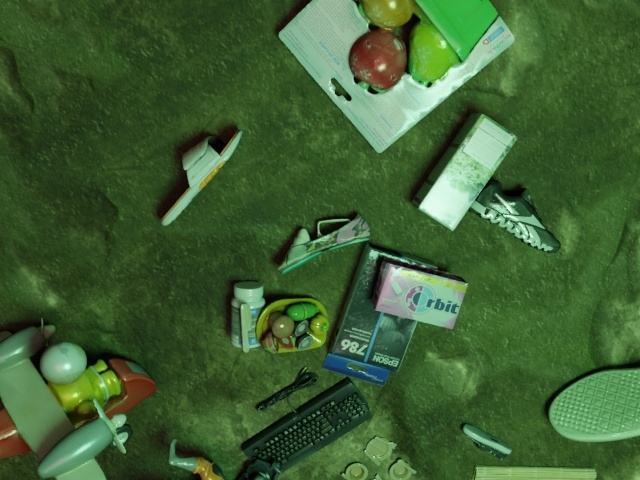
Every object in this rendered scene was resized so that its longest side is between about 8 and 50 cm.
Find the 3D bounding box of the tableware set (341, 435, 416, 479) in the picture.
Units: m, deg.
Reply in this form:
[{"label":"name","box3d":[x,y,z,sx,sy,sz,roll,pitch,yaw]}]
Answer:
[{"label":"tableware set","box3d":[0.142,0.574,1.463,0.141,0.020,0.168,42,98,-11]}]

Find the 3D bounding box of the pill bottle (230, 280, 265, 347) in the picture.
[{"label":"pill bottle","box3d":[-0.163,0.165,1.320,0.078,0.078,0.137,2,104,-3]}]

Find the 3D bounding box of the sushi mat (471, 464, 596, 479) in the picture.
[{"label":"sushi mat","box3d":[0.536,0.645,1.500,0.317,0.019,0.151,2,104,-3]}]

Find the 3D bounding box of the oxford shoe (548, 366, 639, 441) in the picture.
[{"label":"oxford shoe","box3d":[0.765,0.371,1.387,0.450,0.169,0.130,-23,139,4]}]

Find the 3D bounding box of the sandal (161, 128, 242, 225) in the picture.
[{"label":"sandal","box3d":[-0.267,-0.143,1.230,0.076,0.102,0.265,41,100,-14]}]

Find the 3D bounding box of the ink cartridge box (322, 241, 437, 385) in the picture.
[{"label":"ink cartridge box","box3d":[0.131,0.183,1.348,0.166,0.065,0.332,16,103,-7]}]

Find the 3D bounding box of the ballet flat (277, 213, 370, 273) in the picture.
[{"label":"ballet flat","box3d":[0.000,0.000,1.299,0.222,0.077,0.079,-22,85,-2]}]

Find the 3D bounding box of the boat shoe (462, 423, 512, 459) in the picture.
[{"label":"boat shoe","box3d":[0.404,0.498,1.443,0.142,0.049,0.040,29,101,-11]}]

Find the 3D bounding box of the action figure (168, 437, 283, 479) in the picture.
[{"label":"action figure","box3d":[-0.251,0.653,1.382,0.330,0.178,0.341,27,107,2]}]

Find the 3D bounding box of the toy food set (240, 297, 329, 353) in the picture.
[{"label":"toy food set","box3d":[-0.066,0.198,1.294,0.218,0.071,0.128,-1,103,-29]}]

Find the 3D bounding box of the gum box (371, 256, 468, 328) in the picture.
[{"label":"gum box","box3d":[0.207,0.112,1.270,0.189,0.062,0.107,14,102,-7]}]

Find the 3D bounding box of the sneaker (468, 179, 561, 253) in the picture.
[{"label":"sneaker","box3d":[0.446,-0.057,1.297,0.234,0.078,0.106,29,103,-7]}]

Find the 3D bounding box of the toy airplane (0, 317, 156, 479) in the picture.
[{"label":"toy airplane","box3d":[-0.557,0.324,1.184,0.387,0.384,0.272,17,112,-5]}]

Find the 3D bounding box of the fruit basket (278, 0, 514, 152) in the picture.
[{"label":"fruit basket","box3d":[0.151,-0.409,1.183,0.353,0.165,0.327,-39,102,22]}]

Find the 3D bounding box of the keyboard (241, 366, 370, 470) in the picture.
[{"label":"keyboard","box3d":[-0.050,0.430,1.414,0.317,0.033,0.201,-34,102,5]}]

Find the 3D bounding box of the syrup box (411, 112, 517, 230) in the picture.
[{"label":"syrup box","box3d":[0.303,-0.147,1.258,0.093,0.096,0.236,32,100,-8]}]
